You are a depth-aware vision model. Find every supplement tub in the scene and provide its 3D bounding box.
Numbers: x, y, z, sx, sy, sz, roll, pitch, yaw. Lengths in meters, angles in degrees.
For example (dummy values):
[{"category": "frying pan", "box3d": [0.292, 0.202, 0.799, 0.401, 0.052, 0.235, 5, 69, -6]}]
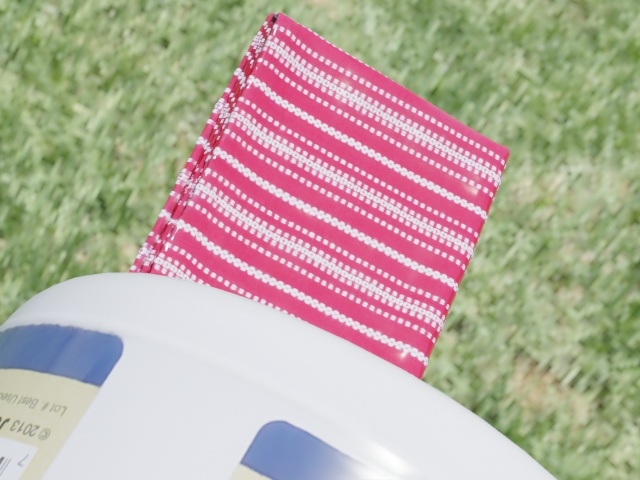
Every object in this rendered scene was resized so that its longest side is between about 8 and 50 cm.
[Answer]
[{"category": "supplement tub", "box3d": [-0.068, 0.192, 0.488, 0.228, 0.228, 0.316, 33, 66, -1]}]

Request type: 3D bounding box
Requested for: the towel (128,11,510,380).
[{"category": "towel", "box3d": [0.000, 0.000, 1.133, 0.198, 0.031, 0.275, 31, 60, -11]}]
